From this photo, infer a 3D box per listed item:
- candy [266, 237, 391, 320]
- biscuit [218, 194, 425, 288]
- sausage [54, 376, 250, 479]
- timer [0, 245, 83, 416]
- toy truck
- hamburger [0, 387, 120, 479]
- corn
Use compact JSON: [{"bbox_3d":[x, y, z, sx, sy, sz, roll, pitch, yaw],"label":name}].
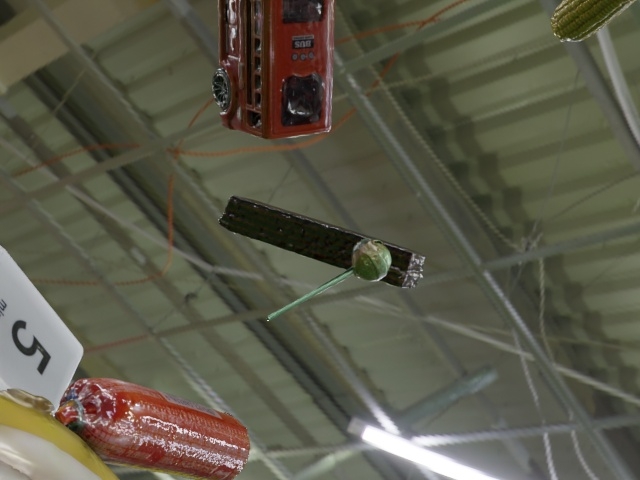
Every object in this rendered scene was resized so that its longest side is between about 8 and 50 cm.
[{"bbox_3d":[0.011,0.059,1.316,0.061,0.203,0.061,51,-22,29],"label":"candy"},{"bbox_3d":[0.000,0.000,1.767,0.389,0.073,0.107,17,2,19],"label":"biscuit"},{"bbox_3d":[-0.149,0.171,0.849,0.074,0.074,0.274,5,-16,22],"label":"sausage"},{"bbox_3d":[-0.444,0.152,1.177,0.193,0.194,0.195,-23,-65,17],"label":"timer"},{"bbox_3d":[-0.044,-0.236,0.984,0.114,0.108,0.252,31,-54,51],"label":"toy truck"},{"bbox_3d":[-0.198,0.207,0.395,0.277,0.237,0.276,-2,-72,-7],"label":"hamburger"},{"bbox_3d":[0.397,-0.340,1.322,0.067,0.067,0.206,37,-32,-12],"label":"corn"}]
